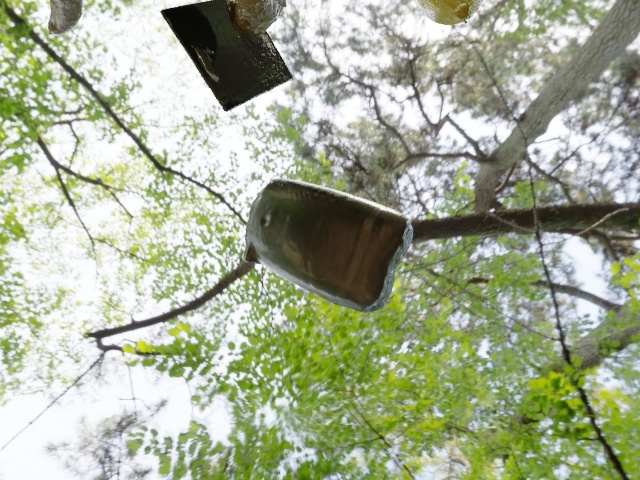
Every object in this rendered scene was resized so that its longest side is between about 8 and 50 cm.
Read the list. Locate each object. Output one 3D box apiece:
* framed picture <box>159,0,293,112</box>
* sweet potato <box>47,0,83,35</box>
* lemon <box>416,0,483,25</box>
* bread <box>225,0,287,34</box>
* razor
[{"bbox_3d":[-0.201,-0.455,1.169,0.244,0.013,0.324,57,-142,-13],"label":"framed picture"},{"bbox_3d":[-0.646,-0.649,1.224,0.114,0.341,0.092,16,-124,-7],"label":"sweet potato"},{"bbox_3d":[0.322,-0.628,1.225,0.174,0.173,0.206,-17,-100,-10],"label":"lemon"},{"bbox_3d":[-0.140,-0.561,1.043,0.123,0.230,0.229,-8,-109,-13],"label":"bread"},{"bbox_3d":[0.000,0.000,0.958,0.349,0.113,0.204,20,-88,30],"label":"razor"}]
